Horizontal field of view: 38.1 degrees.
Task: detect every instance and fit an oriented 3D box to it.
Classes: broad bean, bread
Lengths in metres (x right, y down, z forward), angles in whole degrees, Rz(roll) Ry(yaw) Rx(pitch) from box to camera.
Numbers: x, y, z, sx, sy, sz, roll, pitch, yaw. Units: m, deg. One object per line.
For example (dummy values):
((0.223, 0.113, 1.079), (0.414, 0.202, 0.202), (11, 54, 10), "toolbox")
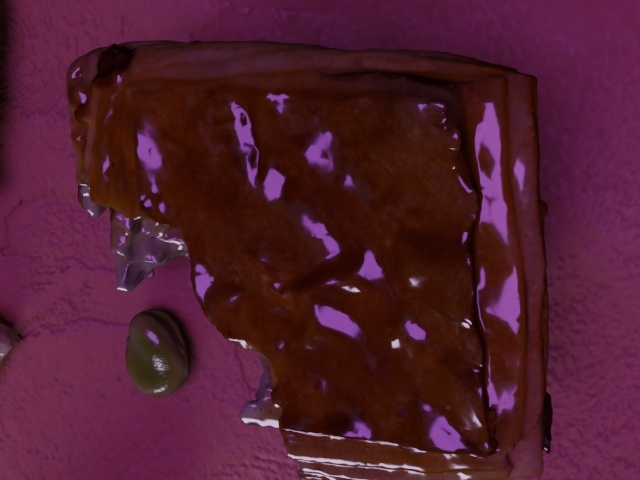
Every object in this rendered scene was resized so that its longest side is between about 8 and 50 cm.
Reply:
((-0.146, 0.102, 0.829), (0.063, 0.045, 0.083), (6, 110, 16), "broad bean")
((0.000, 0.000, 0.694), (0.370, 0.191, 0.314), (3, 107, 28), "bread")

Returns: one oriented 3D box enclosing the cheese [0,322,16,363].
((-0.361, 0.149, 0.890), (0.194, 0.065, 0.043), (-50, 45, 17), "cheese")
